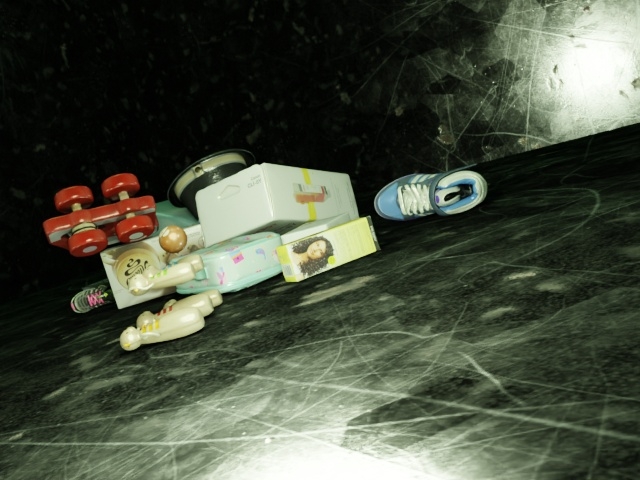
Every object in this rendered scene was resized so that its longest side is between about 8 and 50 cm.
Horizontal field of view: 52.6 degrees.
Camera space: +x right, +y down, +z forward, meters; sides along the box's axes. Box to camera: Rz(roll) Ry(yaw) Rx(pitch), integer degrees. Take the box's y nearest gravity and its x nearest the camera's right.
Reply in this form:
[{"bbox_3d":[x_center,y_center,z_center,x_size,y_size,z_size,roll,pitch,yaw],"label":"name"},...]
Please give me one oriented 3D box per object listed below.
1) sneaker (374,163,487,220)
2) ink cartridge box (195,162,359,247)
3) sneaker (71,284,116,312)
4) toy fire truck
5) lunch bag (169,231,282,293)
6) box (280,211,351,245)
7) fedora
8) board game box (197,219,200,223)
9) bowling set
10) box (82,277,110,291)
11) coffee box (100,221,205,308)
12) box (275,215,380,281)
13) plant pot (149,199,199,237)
[{"bbox_3d":[0.298,-0.127,1.795,0.323,0.130,0.236,-9,3,11],"label":"sneaker"},{"bbox_3d":[-0.118,-0.087,1.843,0.279,0.160,0.385,-20,-13,36],"label":"ink cartridge box"},{"bbox_3d":[-0.665,0.170,1.954,0.075,0.063,0.170,-19,-2,41],"label":"sneaker"},{"bbox_3d":[-0.596,-0.040,1.792,0.302,0.169,0.254,-18,-16,-20],"label":"toy fire truck"},{"bbox_3d":[-0.234,0.064,1.593,0.224,0.107,0.279,-23,9,-38],"label":"lunch bag"},{"bbox_3d":[0.000,0.000,1.625,0.130,0.091,0.170,-14,7,25],"label":"box"},{"bbox_3d":[-0.353,-0.169,2.248,0.334,0.152,0.334,-26,-18,-9],"label":"fedora"},{"bbox_3d":[-0.281,-0.068,2.199,0.302,0.086,0.308,-23,-28,-49],"label":"board game box"},{"bbox_3d":[-0.306,0.082,1.260,0.154,0.199,0.287,-17,2,1],"label":"bowling set"},{"bbox_3d":[-0.622,0.135,2.174,0.270,0.060,0.216,-12,7,27],"label":"box"},{"bbox_3d":[-0.446,0.065,1.844,0.297,0.168,0.119,-16,7,-6],"label":"coffee box"},{"bbox_3d":[0.020,0.018,1.457,0.232,0.087,0.058,-21,6,-30],"label":"box"},{"bbox_3d":[-0.498,-0.011,2.374,0.252,0.247,0.248,4,15,27],"label":"plant pot"}]
